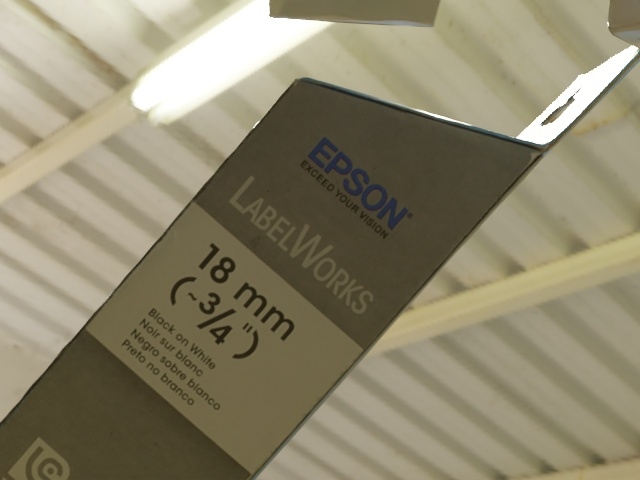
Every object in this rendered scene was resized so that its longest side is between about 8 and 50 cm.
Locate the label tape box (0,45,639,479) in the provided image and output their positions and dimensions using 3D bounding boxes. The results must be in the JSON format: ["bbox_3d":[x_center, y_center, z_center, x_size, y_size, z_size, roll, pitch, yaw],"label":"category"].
[{"bbox_3d":[0.000,0.000,0.583,0.106,0.333,0.240,41,5,1],"label":"label tape box"}]

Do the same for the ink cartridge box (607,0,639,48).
[{"bbox_3d":[0.221,-0.092,0.337,0.134,0.078,0.231,14,-9,-41],"label":"ink cartridge box"}]

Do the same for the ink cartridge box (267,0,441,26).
[{"bbox_3d":[0.038,-0.350,1.095,0.168,0.232,0.171,3,-27,-3],"label":"ink cartridge box"}]
